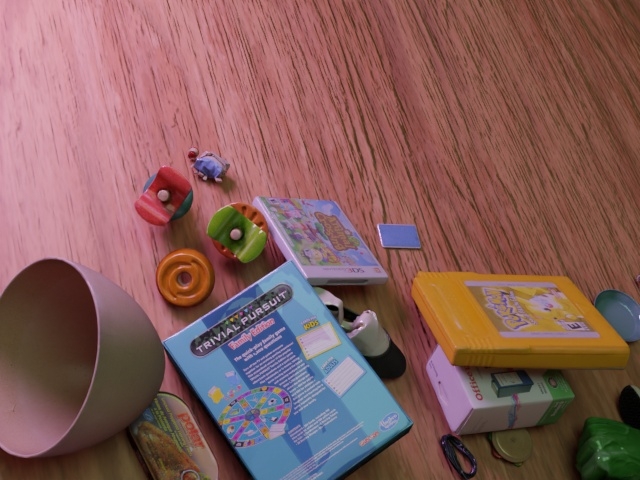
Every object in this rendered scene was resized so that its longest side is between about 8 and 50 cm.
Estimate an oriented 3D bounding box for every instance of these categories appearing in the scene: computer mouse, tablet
[{"bbox_3d":[0.248,0.435,1.718,0.071,0.041,0.242,7,48,-29],"label":"computer mouse"},{"bbox_3d":[0.152,-0.008,1.999,0.083,0.006,0.054,1,57,-21],"label":"tablet"}]

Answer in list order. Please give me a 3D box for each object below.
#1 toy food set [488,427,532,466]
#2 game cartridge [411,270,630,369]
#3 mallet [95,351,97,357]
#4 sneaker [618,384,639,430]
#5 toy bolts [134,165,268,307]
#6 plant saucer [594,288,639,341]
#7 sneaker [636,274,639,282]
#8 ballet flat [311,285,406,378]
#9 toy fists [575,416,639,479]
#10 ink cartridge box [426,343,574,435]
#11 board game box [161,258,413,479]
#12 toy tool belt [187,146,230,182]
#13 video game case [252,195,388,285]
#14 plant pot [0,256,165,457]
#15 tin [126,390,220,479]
[{"bbox_3d":[0.335,0.355,1.815,0.083,0.020,0.082,32,51,0],"label":"toy food set"},{"bbox_3d":[0.347,0.137,1.849,0.324,0.052,0.285,4,24,-15],"label":"game cartridge"},{"bbox_3d":[-0.399,0.127,1.660,0.062,0.039,0.189,-16,69,-31],"label":"mallet"},{"bbox_3d":[0.622,0.344,1.930,0.075,0.057,0.161,-2,55,-44],"label":"sneaker"},{"bbox_3d":[-0.228,-0.015,1.797,0.228,0.158,0.218,42,92,-4],"label":"toy bolts"},{"bbox_3d":[0.596,0.154,2.063,0.119,0.021,0.119,11,54,-16],"label":"plant saucer"},{"bbox_3d":[0.703,0.141,2.096,0.086,0.064,0.192,-2,58,-15],"label":"sneaker"},{"bbox_3d":[0.035,0.150,1.783,0.280,0.096,0.095,27,51,-3],"label":"ballet flat"},{"bbox_3d":[0.519,0.433,1.785,0.142,0.096,0.279,20,45,-24],"label":"toy fists"},{"bbox_3d":[0.315,0.249,1.821,0.212,0.093,0.154,-3,49,-22],"label":"ink cartridge box"},{"bbox_3d":[-0.054,0.236,1.646,0.254,0.079,0.336,-32,72,-14],"label":"board game box"},{"bbox_3d":[-0.213,-0.139,1.909,0.083,0.052,0.051,26,43,-3],"label":"toy tool belt"},{"bbox_3d":[0.000,0.000,1.860,0.193,0.023,0.212,2,42,-40],"label":"video game case"},{"bbox_3d":[-0.343,0.182,1.521,0.191,0.284,0.284,18,45,-48],"label":"plant pot"},{"bbox_3d":[-0.229,0.323,1.592,0.106,0.040,0.189,-20,67,-28],"label":"tin"}]
